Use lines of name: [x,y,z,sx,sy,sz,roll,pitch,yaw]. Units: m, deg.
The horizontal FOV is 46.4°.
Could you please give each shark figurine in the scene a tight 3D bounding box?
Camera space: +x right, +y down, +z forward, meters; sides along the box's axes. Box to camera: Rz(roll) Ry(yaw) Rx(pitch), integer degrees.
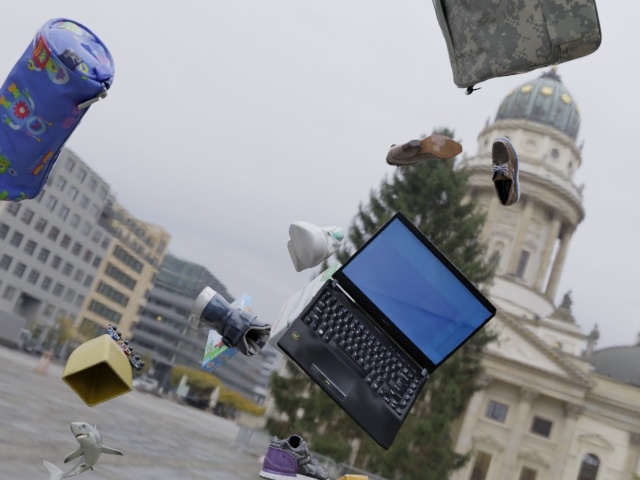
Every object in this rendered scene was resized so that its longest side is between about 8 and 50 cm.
shark figurine: [-0.637,0.560,2.010,0.166,0.116,0.278,20,-54,-28]

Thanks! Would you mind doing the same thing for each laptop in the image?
laptop: [0.110,0.133,1.145,0.234,0.264,0.136,45,-44,-3]

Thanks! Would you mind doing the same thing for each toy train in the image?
toy train: [-0.547,0.299,2.078,0.158,0.036,0.027,50,-37,8]

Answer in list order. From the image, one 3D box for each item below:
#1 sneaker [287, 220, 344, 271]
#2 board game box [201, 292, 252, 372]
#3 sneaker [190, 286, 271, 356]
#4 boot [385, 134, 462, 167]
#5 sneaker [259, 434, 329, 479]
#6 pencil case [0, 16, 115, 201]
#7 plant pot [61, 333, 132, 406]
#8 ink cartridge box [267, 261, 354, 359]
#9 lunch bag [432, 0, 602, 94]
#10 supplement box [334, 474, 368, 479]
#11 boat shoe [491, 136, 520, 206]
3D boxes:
sneaker: [0.000,0.000,1.248,0.094,0.080,0.212,-19,-4,-10]
board game box: [-0.281,0.279,2.265,0.039,0.211,0.160,40,-61,-23]
sneaker: [-0.189,0.183,1.582,0.163,0.086,0.226,32,-14,2]
boot: [0.174,-0.150,1.291,0.118,0.042,0.087,5,-15,-19]
sneaker: [-0.051,0.604,2.057,0.107,0.124,0.283,4,-15,32]
pencil case: [-0.420,-0.184,1.119,0.133,0.306,0.119,47,27,5]
plant pot: [-0.352,0.200,1.196,0.081,0.083,0.081,-22,-54,8]
ink cartridge box: [-0.016,0.169,1.757,0.087,0.153,0.208,42,-53,-12]
lunch bag: [0.332,-0.447,1.369,0.256,0.305,0.212,-18,12,-5]
supplement box: [0.087,0.706,1.848,0.080,0.233,0.078,12,-36,-33]
boat shoe: [0.480,-0.177,1.945,0.066,0.183,0.066,-7,17,36]
